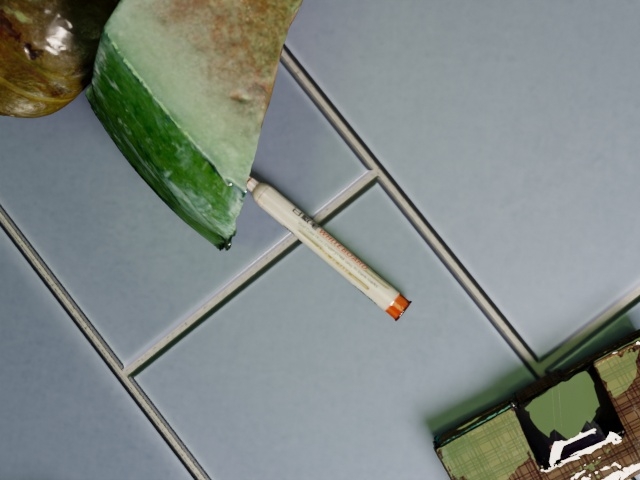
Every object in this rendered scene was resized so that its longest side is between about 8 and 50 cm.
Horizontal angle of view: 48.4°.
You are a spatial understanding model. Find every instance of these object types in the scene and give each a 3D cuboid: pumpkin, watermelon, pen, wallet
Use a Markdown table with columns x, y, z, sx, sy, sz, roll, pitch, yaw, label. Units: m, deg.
| x | y | z | sx | sy | sz | roll | pitch | yaw | label |
| --- | --- | --- | --- | --- | --- | --- | --- | --- | --- |
| -0.257 | -0.208 | 0.654 | 0.219 | 0.162 | 0.219 | -18 | 58 | 30 | pumpkin |
| -0.112 | -0.153 | 0.615 | 0.151 | 0.264 | 0.302 | 18 | 81 | -14 | watermelon |
| 0.000 | 0.000 | 0.704 | 0.218 | 0.026 | 0.026 | 40 | 93 | 4 | pen |
| 0.233 | 0.190 | 0.676 | 0.230 | 0.042 | 0.124 | -30 | 90 | 6 | wallet |
